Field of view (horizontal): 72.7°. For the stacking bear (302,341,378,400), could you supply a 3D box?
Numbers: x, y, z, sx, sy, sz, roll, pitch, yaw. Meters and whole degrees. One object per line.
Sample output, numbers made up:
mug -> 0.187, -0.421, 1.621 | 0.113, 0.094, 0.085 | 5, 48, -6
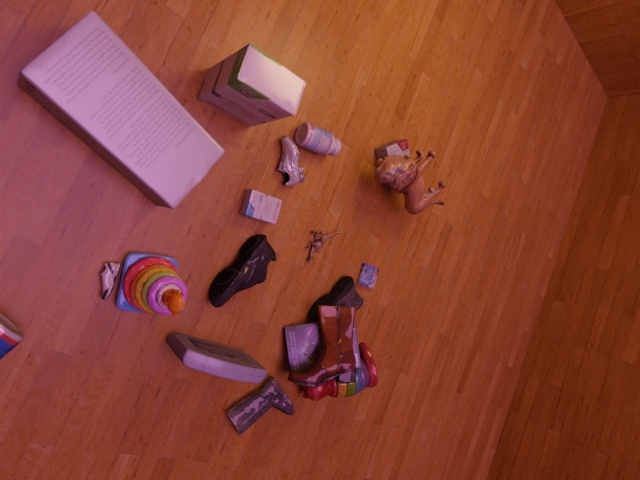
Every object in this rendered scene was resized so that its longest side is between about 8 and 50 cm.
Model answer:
stacking bear -> 0.063, 0.538, 1.705 | 0.288, 0.164, 0.176 | -10, 138, -24

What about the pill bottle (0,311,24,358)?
pill bottle -> -0.833, 0.269, 1.011 | 0.221, 0.124, 0.124 | -46, 121, -21

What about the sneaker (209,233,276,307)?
sneaker -> -0.247, 0.117, 1.447 | 0.286, 0.109, 0.130 | -50, 128, -18

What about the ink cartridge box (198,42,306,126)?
ink cartridge box -> -0.208, -0.443, 1.285 | 0.198, 0.272, 0.115 | 23, 80, -37

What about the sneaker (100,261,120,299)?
sneaker -> -0.600, 0.112, 1.223 | 0.043, 0.040, 0.109 | 17, 82, -21

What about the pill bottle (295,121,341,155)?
pill bottle -> -0.006, -0.359, 1.565 | 0.160, 0.087, 0.087 | 13, 89, -38

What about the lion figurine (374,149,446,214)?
lion figurine -> 0.372, -0.210, 1.751 | 0.240, 0.142, 0.392 | -45, 126, -12

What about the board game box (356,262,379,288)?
board game box -> 0.201, 0.149, 1.837 | 0.090, 0.020, 0.090 | 20, 86, -37

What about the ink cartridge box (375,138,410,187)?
ink cartridge box -> 0.313, -0.320, 1.820 | 0.127, 0.072, 0.175 | -28, 112, -31

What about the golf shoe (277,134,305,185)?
golf shoe -> -0.114, -0.274, 1.512 | 0.085, 0.069, 0.176 | -26, 111, -25

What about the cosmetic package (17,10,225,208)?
cosmetic package -> -0.504, -0.318, 1.148 | 0.453, 0.161, 0.230 | 48, 68, -31

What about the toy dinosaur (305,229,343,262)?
toy dinosaur -> 0.000, 0.000, 1.656 | 0.183, 0.053, 0.093 | -43, 135, -16

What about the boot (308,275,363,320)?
boot -> 0.074, 0.272, 1.726 | 0.246, 0.083, 0.161 | -40, 124, -24

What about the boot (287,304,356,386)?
boot -> 0.008, 0.376, 1.574 | 0.263, 0.096, 0.281 | 0, 84, -11

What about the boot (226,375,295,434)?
boot -> -0.211, 0.618, 1.560 | 0.208, 0.076, 0.190 | -41, 104, -33

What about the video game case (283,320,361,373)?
video game case -> 0.009, 0.402, 1.632 | 0.273, 0.026, 0.196 | -7, 86, -11

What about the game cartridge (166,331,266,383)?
game cartridge -> -0.321, 0.372, 1.366 | 0.294, 0.196, 0.060 | 28, 79, -36

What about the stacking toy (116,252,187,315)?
stacking toy -> -0.429, 0.140, 1.184 | 0.165, 0.301, 0.176 | 12, 89, -37

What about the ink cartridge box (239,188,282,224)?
ink cartridge box -> -0.201, -0.114, 1.475 | 0.122, 0.052, 0.089 | 18, 86, -36
